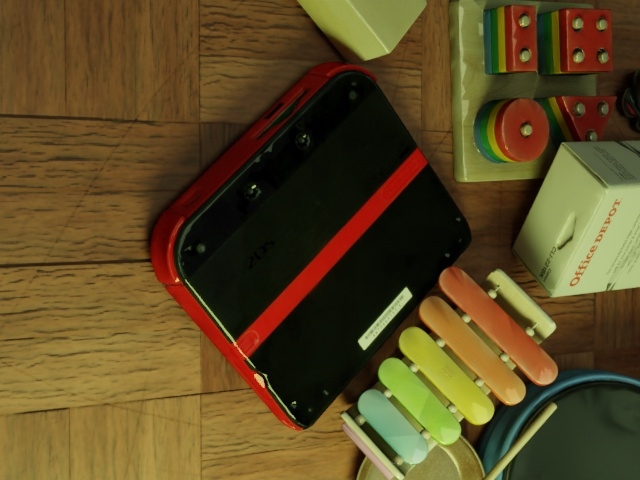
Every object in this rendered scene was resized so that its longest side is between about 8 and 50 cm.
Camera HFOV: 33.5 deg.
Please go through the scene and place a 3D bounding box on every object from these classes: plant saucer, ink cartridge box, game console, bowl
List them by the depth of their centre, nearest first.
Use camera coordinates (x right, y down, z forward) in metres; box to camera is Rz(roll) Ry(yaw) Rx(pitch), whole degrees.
[{"bbox_3d":[0.000,0.000,1.368,0.386,0.060,0.342,-46,120,-20],"label":"game console"},{"bbox_3d":[0.132,0.345,1.450,0.198,0.036,0.199,1,86,-19],"label":"plant saucer"},{"bbox_3d":[0.407,0.377,1.529,0.390,0.077,0.391,4,76,-15],"label":"bowl"},{"bbox_3d":[0.439,-0.035,1.537,0.272,0.114,0.197,-5,130,-31],"label":"ink cartridge box"}]

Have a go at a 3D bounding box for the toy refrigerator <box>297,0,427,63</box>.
[{"bbox_3d":[0.003,-0.356,1.324,0.269,0.094,0.102,47,63,-25],"label":"toy refrigerator"}]

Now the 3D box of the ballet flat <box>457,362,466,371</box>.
[{"bbox_3d":[0.232,0.156,1.519,0.173,0.057,0.049,-28,146,-25],"label":"ballet flat"}]

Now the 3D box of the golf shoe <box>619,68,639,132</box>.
[{"bbox_3d":[0.591,-0.174,1.667,0.272,0.120,0.105,28,77,-30],"label":"golf shoe"}]

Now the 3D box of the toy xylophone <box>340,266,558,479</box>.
[{"bbox_3d":[0.188,0.198,1.413,0.236,0.081,0.323,38,71,7],"label":"toy xylophone"}]

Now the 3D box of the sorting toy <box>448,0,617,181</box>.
[{"bbox_3d":[0.315,-0.215,1.516,0.257,0.089,0.256,-5,95,-31],"label":"sorting toy"}]
